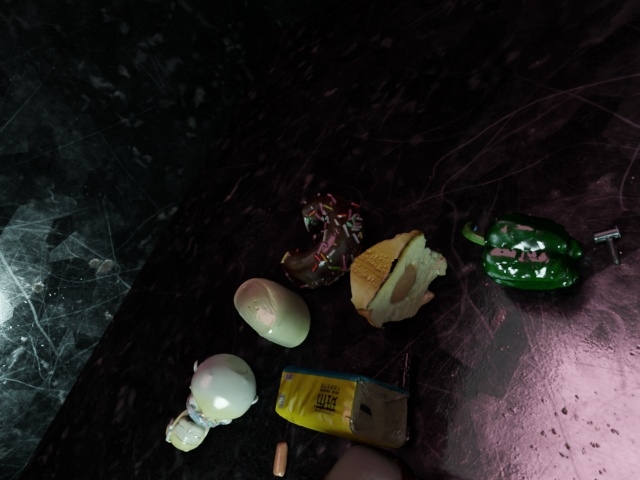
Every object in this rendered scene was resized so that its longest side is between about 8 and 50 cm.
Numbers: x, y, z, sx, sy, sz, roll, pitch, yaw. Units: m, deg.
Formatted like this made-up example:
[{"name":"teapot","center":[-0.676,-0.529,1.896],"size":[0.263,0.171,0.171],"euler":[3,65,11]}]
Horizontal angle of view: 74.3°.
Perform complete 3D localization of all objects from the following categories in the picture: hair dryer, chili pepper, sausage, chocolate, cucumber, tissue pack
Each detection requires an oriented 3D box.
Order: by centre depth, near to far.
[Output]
[{"name":"chocolate","center":[0.119,0.514,0.817],"size":[0.284,0.283,0.186],"euler":[-1,45,45]},{"name":"hair dryer","center":[0.605,0.013,0.881],"size":[0.047,0.026,0.083],"euler":[-22,55,36]},{"name":"chili pepper","center":[0.428,0.021,0.944],"size":[0.261,0.174,0.165],"euler":[9,93,47]},{"name":"tissue pack","center":[0.047,0.385,0.991],"size":[0.271,0.192,0.134],"euler":[-15,55,50]},{"name":"cucumber","center":[0.204,0.352,1.009],"size":[0.039,0.043,0.163],"euler":[9,69,4]},{"name":"sausage","center":[-0.107,0.589,1.139],"size":[0.034,0.034,0.083],"euler":[-21,47,34]}]

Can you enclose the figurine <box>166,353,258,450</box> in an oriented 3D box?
[{"name":"figurine","center":[-0.359,0.525,1.367],"size":[0.394,0.227,0.274],"euler":[-54,6,16]}]

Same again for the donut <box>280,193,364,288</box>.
[{"name":"donut","center":[0.017,-0.006,1.402],"size":[0.259,0.136,0.345],"euler":[-5,59,47]}]

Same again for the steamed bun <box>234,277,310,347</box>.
[{"name":"steamed bun","center":[-0.149,0.215,1.339],"size":[0.154,0.200,0.250],"euler":[-55,41,-5]}]

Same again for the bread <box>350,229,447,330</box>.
[{"name":"bread","center":[0.195,0.121,1.080],"size":[0.224,0.184,0.211],"euler":[-21,49,37]}]
